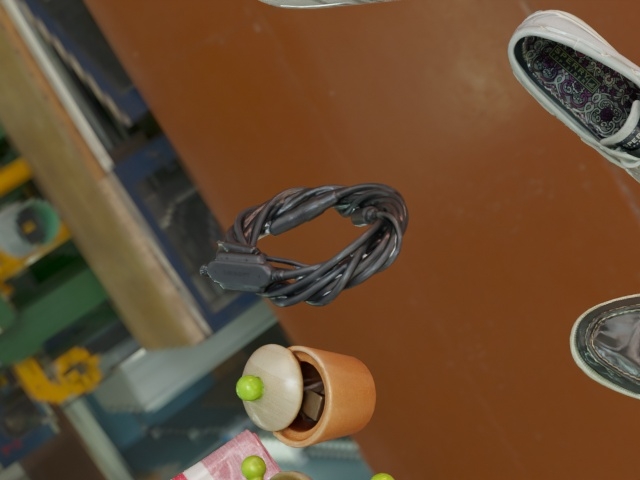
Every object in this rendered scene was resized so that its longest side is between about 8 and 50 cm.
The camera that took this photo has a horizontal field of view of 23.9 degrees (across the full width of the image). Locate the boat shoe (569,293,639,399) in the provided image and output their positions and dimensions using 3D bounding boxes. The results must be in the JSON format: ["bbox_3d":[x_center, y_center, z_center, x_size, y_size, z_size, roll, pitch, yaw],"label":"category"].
[{"bbox_3d":[0.433,0.119,1.560,0.340,0.127,0.113,14,170,4],"label":"boat shoe"}]

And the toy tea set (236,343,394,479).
[{"bbox_3d":[-0.013,0.241,1.085,0.200,0.124,0.336,-39,61,38],"label":"toy tea set"}]

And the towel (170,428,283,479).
[{"bbox_3d":[-0.137,0.355,1.434,0.237,0.329,0.037,52,162,22],"label":"towel"}]

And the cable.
[{"bbox_3d":[0.000,0.000,1.225,0.184,0.150,0.047,1,119,41],"label":"cable"}]

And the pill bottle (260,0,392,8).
[{"bbox_3d":[0.035,-0.177,0.603,0.283,0.160,0.160,-2,123,31],"label":"pill bottle"}]

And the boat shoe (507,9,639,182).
[{"bbox_3d":[0.229,-0.085,1.117,0.227,0.081,0.079,39,118,9],"label":"boat shoe"}]
